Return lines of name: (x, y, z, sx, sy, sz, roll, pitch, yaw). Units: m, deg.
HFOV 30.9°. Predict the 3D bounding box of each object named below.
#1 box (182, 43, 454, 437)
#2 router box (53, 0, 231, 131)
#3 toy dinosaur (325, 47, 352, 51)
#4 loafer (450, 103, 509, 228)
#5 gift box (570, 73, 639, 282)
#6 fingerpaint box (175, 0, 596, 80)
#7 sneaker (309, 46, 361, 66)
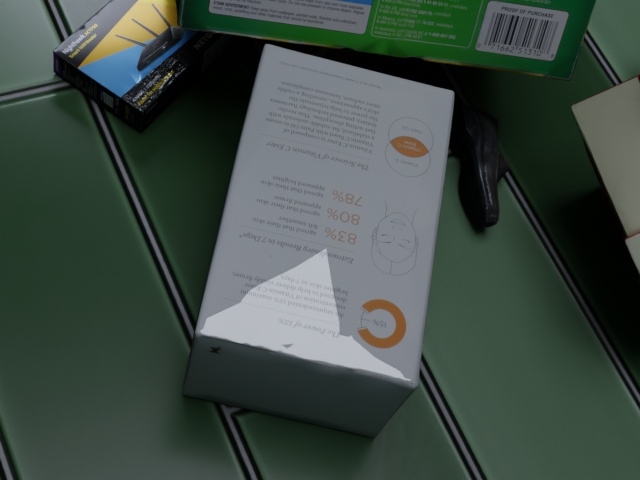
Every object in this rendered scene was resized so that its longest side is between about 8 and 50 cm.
box: (0.000, 0.000, 1.207, 0.215, 0.168, 0.345, 14, 61, -5)
router box: (-0.210, -0.229, 1.376, 0.133, 0.046, 0.179, 34, 58, 8)
toy dinosaur: (-0.037, -0.273, 1.392, 0.268, 0.064, 0.118, 22, 26, 20)
loafer: (0.199, -0.090, 1.384, 0.061, 0.062, 0.170, 5, 60, -16)
gift box: (0.454, -0.040, 1.281, 0.255, 0.276, 0.258, -26, 58, 18)
fingerpaint box: (0.056, -0.359, 1.350, 0.445, 0.163, 0.371, 6, 31, -13)
sneaker: (-0.001, -0.189, 1.404, 0.188, 0.066, 0.071, -38, 93, -26)
